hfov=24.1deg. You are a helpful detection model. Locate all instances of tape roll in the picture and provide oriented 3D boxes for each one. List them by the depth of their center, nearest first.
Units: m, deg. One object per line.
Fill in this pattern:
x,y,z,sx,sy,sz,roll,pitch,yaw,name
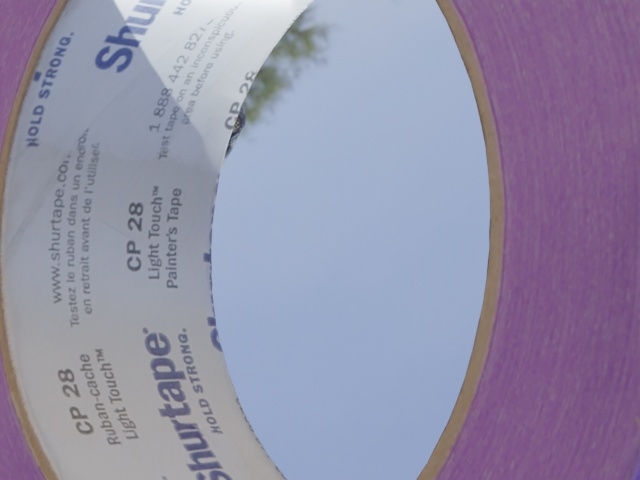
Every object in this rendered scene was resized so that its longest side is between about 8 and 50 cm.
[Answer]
0.000,0.000,0.414,0.275,0.275,0.090,-7,172,44,tape roll

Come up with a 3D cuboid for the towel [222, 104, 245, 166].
-0.181,0.057,0.809,0.324,0.056,0.312,-57,-164,-11,towel
